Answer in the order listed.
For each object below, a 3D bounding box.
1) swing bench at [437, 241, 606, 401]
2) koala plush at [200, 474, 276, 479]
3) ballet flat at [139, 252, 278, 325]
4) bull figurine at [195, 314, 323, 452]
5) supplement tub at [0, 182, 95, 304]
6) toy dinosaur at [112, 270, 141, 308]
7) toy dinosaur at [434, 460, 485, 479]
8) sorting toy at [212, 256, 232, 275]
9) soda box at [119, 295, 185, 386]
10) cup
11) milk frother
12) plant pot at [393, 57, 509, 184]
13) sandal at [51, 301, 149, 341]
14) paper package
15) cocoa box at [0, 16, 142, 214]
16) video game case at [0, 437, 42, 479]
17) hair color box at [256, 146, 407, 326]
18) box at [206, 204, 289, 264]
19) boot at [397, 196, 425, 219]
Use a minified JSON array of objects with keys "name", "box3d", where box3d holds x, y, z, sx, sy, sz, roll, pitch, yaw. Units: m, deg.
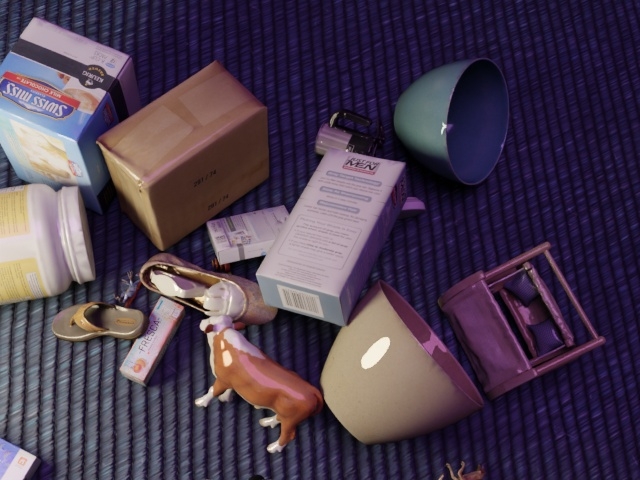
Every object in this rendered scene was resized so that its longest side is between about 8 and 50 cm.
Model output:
[{"name":"swing bench","box3d":[0.432,0.180,1.867,0.255,0.165,0.253,-22,73,-15]},{"name":"koala plush","box3d":[-0.133,0.541,1.647,0.221,0.196,0.203,-17,83,-14]},{"name":"ballet flat","box3d":[-0.248,0.114,1.807,0.316,0.106,0.107,16,102,16]},{"name":"bull figurine","box3d":[-0.145,0.288,1.737,0.310,0.188,0.101,33,26,12]},{"name":"supplement tub","box3d":[-0.651,0.012,1.754,0.331,0.241,0.241,-10,70,-11]},{"name":"toy dinosaur","box3d":[-0.414,0.108,1.867,0.082,0.047,0.090,-30,108,-26]},{"name":"toy dinosaur","box3d":[0.279,0.527,1.767,0.093,0.053,0.183,37,68,7]},{"name":"sorting toy","box3d":[-0.219,0.076,1.880,0.042,0.061,0.102,-9,67,-10]},{"name":"soda box","box3d":[-0.355,0.214,1.806,0.058,0.063,0.183,25,67,5]},{"name":"cup","box3d":[0.138,0.280,1.734,0.237,0.331,0.331,-41,77,7]},{"name":"milk frother","box3d":[0.077,-0.245,2.038,0.135,0.143,0.129,21,97,14]},{"name":"plant pot","box3d":[0.289,-0.286,2.002,0.195,0.290,0.290,12,61,37]},{"name":"sandal","box3d":[-0.469,0.168,1.788,0.219,0.060,0.090,3,60,18]},{"name":"paper package","box3d":[-0.284,-0.175,1.834,0.325,0.309,0.168,-39,71,-20]},{"name":"cocoa box","box3d":[-0.534,-0.253,1.817,0.231,0.347,0.228,24,67,5]},{"name":"video game case","box3d":[-0.730,0.477,1.654,0.270,0.061,0.244,25,66,4]},{"name":"hair color box","box3d":[0.034,-0.017,1.778,0.185,0.113,0.374,14,55,21]},{"name":"box","box3d":[-0.151,-0.015,1.897,0.186,0.038,0.145,-14,33,-12]},{"name":"boot","box3d":[0.111,-0.108,1.977,0.258,0.095,0.123,-5,76,-8]}]
